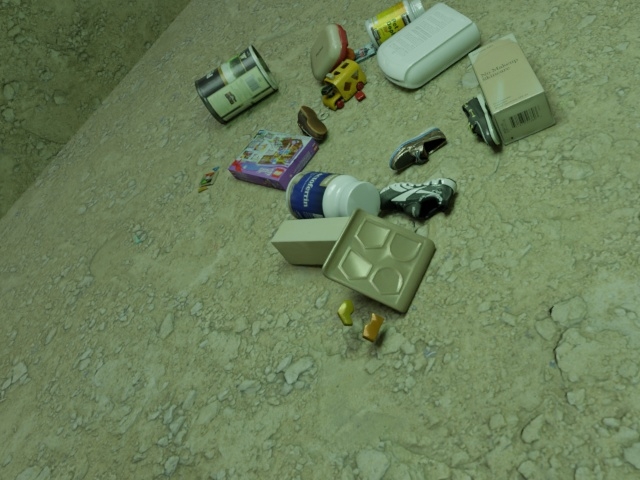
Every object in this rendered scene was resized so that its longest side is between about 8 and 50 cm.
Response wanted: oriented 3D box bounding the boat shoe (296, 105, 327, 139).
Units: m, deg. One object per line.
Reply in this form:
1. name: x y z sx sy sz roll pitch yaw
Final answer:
1. boat shoe: -0.033 -0.398 2.106 0.073 0.073 0.207 -65 27 28

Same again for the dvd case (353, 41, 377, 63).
1. dvd case: 0.157 -0.710 2.289 0.119 0.013 0.087 -22 43 18

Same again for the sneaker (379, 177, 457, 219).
1. sneaker: 0.246 -0.103 1.610 0.234 0.078 0.106 -7 47 29

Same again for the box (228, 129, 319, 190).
1. box: -0.169 -0.286 2.102 0.293 0.057 0.201 18 64 45

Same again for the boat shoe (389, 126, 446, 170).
1. boat shoe: 0.282 -0.261 1.740 0.183 0.066 0.066 -39 41 0

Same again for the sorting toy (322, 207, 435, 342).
1. sorting toy: 0.125 0.086 1.476 0.229 0.041 0.307 26 66 8

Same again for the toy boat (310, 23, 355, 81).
1. toy boat: 0.059 -0.690 2.236 0.231 0.151 0.151 -38 57 58

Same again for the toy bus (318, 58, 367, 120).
1. toy bus: 0.062 -0.554 2.144 0.191 0.104 0.202 -14 45 26

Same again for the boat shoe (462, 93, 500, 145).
1. boat shoe: 0.445 -0.326 1.674 0.068 0.081 0.228 -24 35 21

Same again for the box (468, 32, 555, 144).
1. box: 0.525 -0.426 1.671 0.148 0.121 0.311 -24 43 18

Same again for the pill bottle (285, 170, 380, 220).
1. pill bottle: 0.034 -0.114 1.703 0.264 0.153 0.153 13 61 49

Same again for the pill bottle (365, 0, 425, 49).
1. pill bottle: 0.280 -0.798 2.199 0.215 0.117 0.117 -23 42 18

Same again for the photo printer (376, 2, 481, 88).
1. photo printer: 0.346 -0.646 2.018 0.307 0.107 0.256 -35 40 5

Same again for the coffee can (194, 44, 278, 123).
1. coffee can: -0.339 -0.630 2.437 0.275 0.201 0.201 -30 41 9

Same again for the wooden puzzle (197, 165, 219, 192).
1. wooden puzzle: -0.426 -0.234 2.277 0.078 0.014 0.116 -13 46 27

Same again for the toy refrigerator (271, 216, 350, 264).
1. toy refrigerator: 0.000 0.000 1.650 0.269 0.102 0.094 -3 47 45
